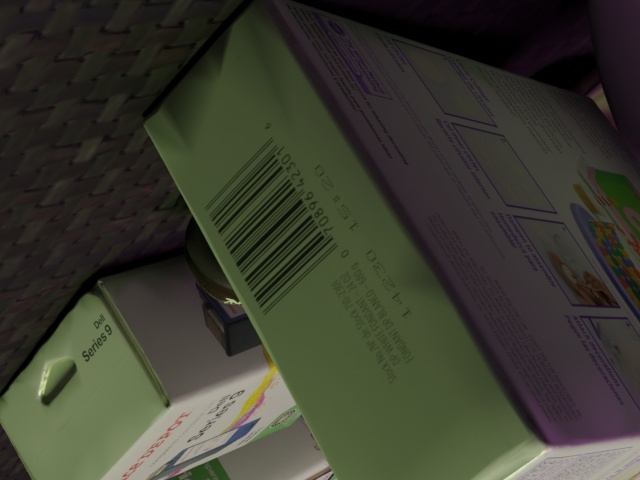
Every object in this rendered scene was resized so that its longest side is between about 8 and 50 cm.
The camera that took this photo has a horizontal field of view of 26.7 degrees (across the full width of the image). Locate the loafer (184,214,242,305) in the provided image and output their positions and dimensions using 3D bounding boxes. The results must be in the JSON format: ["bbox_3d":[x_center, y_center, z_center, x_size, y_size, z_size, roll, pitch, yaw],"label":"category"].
[{"bbox_3d":[0.000,0.000,0.798,0.220,0.080,0.078,-17,156,-47],"label":"loafer"}]

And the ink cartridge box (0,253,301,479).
[{"bbox_3d":[-0.075,0.077,0.853,0.212,0.093,0.154,-14,155,-47],"label":"ink cartridge box"}]

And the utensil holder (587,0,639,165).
[{"bbox_3d":[0.390,-0.146,0.734,0.385,0.328,0.328,-28,163,-14],"label":"utensil holder"}]

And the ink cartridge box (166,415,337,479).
[{"bbox_3d":[-0.072,0.183,1.110,0.278,0.117,0.201,-21,159,-40],"label":"ink cartridge box"}]

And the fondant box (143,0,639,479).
[{"bbox_3d":[0.097,0.019,0.683,0.096,0.238,0.330,-44,153,27],"label":"fondant box"}]

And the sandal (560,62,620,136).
[{"bbox_3d":[0.200,-0.046,1.036,0.120,0.086,0.303,-37,157,4],"label":"sandal"}]
